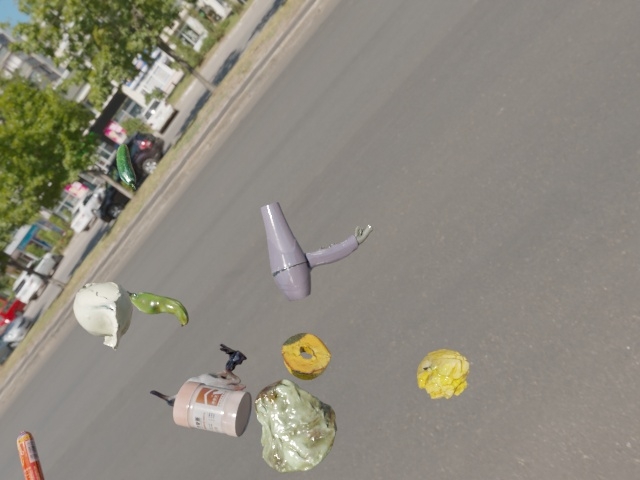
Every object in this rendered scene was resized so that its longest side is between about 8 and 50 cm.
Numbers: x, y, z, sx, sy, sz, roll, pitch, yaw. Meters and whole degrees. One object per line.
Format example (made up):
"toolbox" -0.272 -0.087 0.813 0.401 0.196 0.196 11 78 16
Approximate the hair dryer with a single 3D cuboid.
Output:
"hair dryer" 0.000 0.000 1.385 0.360 0.302 0.121 -17 -3 -19

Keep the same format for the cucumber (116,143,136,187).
"cucumber" -0.515 -0.197 1.161 0.039 0.039 0.168 -41 57 26

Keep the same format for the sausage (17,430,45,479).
"sausage" -0.629 0.469 0.952 0.034 0.034 0.130 -46 63 17

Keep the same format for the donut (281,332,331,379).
"donut" -0.052 0.404 1.523 0.178 0.161 0.066 -125 31 -49

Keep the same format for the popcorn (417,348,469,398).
"popcorn" 0.360 0.393 1.302 0.167 0.152 0.149 -27 32 55

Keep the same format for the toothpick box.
"toothpick box" -0.242 0.380 0.997 0.148 0.099 0.099 5 53 13

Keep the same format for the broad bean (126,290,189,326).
"broad bean" -0.473 0.188 1.279 0.048 0.213 0.071 -24 -49 -70

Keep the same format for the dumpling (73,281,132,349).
"dumpling" -0.449 0.156 0.927 0.187 0.127 0.108 22 41 40

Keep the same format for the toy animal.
"toy animal" -0.396 0.501 1.539 0.323 0.195 0.090 -31 19 -13

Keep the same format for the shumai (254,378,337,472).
"shumai" -0.121 0.655 1.614 0.309 0.264 0.304 -36 15 -11
